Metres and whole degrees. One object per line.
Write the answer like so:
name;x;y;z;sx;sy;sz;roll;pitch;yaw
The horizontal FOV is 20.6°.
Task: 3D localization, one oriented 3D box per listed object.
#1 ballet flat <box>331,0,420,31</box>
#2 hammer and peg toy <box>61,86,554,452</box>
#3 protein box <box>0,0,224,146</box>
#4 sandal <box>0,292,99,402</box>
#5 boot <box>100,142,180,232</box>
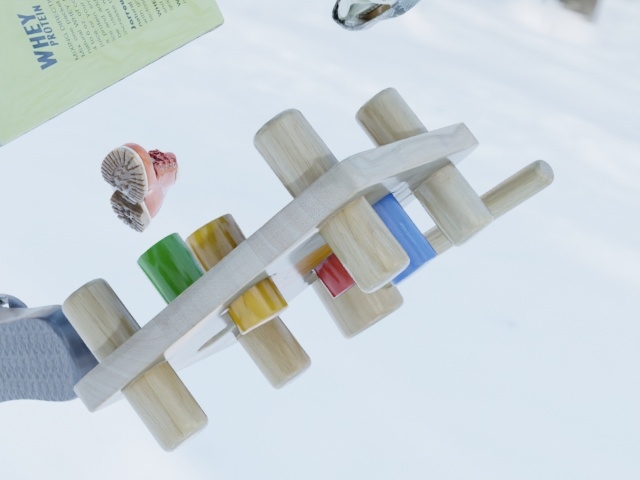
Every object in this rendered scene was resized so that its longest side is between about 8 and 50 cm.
ballet flat;0.045;-0.190;1.370;0.041;0.041;0.114;6;-17;-31
hammer and peg toy;0.000;0.000;1.250;0.127;0.266;0.361;53;24;6
protein box;-0.190;-0.151;0.899;0.136;0.200;0.201;-18;13;36
sandal;-0.245;0.084;1.402;0.054;0.097;0.254;-28;23;-37
boot;-0.193;-0.078;1.938;0.059;0.084;0.158;36;-20;12
